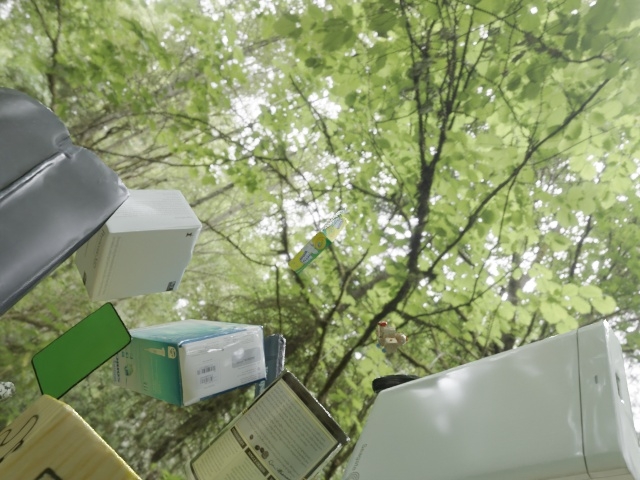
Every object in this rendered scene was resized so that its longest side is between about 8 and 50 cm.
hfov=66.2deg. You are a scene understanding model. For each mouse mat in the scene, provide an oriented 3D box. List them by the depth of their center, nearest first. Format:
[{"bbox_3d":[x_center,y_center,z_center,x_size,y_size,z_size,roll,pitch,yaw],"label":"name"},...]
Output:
[{"bbox_3d":[-0.475,0.217,0.974,0.152,0.189,0.007,37,-22,42],"label":"mouse mat"}]

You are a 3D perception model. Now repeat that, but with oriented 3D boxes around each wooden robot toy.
[{"bbox_3d":[0.195,0.255,1.308,0.173,0.078,0.076,129,-38,-85],"label":"wooden robot toy"}]

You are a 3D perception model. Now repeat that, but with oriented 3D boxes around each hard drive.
[{"bbox_3d":[0.191,0.232,0.614,0.353,0.233,0.047,-31,-81,34],"label":"hard drive"}]

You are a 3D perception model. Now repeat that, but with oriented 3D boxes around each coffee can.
[{"bbox_3d":[-0.105,0.432,1.004,0.201,0.275,0.201,45,-15,16],"label":"coffee can"}]

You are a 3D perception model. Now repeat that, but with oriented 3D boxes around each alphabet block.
[{"bbox_3d":[-0.424,0.381,0.750,0.192,0.197,0.193,-12,-62,49],"label":"alphabet block"}]

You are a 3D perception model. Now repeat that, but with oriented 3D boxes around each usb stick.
[{"bbox_3d":[-0.130,0.361,1.237,0.077,0.278,0.045,-17,-47,17],"label":"usb stick"}]

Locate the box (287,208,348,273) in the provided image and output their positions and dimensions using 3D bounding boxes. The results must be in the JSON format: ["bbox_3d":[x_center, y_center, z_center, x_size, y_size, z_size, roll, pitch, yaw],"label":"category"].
[{"bbox_3d":[0.000,0.000,1.199,0.043,0.105,0.179,42,-48,-1],"label":"box"}]

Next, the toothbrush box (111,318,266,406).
[{"bbox_3d":[-0.298,0.256,1.090,0.295,0.216,0.126,-3,-90,42],"label":"toothbrush box"}]

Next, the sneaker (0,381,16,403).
[{"bbox_3d":[-0.619,0.431,0.860,0.158,0.181,0.411,176,-86,-72],"label":"sneaker"}]

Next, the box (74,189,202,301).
[{"bbox_3d":[-0.355,0.006,0.953,0.119,0.181,0.181,51,-53,31],"label":"box"}]

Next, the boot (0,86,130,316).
[{"bbox_3d":[-0.421,-0.052,0.425,0.146,0.445,0.367,-17,-63,29],"label":"boot"}]

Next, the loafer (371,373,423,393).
[{"bbox_3d":[0.218,0.332,1.048,0.223,0.078,0.076,2,-25,16],"label":"loafer"}]
